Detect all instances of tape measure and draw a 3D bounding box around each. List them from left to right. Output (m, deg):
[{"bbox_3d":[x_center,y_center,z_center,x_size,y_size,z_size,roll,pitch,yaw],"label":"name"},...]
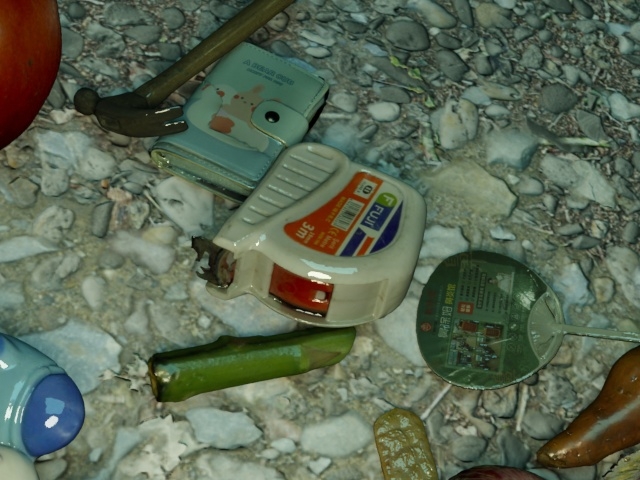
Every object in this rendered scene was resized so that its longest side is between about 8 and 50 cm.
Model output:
[{"bbox_3d":[0.000,0.000,1.634,0.265,0.130,0.258,24,42,10],"label":"tape measure"}]

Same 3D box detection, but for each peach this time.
[{"bbox_3d":[-0.470,-0.251,1.590,0.281,0.281,0.338,22,61,-1],"label":"peach"}]

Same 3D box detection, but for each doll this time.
[{"bbox_3d":[-0.392,0.213,1.341,0.376,0.187,0.365,0,55,-17],"label":"doll"}]

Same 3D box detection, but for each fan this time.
[{"bbox_3d":[0.257,0.128,1.670,0.294,0.012,0.223,32,60,25],"label":"fan"}]

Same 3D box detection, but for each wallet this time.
[{"bbox_3d":[-0.108,-0.170,1.774,0.176,0.075,0.250,25,52,8],"label":"wallet"}]

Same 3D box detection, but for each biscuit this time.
[{"bbox_3d":[0.109,0.277,1.557,0.071,0.018,0.147,-3,56,-18],"label":"biscuit"}]

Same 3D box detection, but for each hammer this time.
[{"bbox_3d":[-0.150,-0.289,1.802,0.168,0.044,0.440,24,53,32],"label":"hammer"}]

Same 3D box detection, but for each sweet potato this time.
[{"bbox_3d":[0.433,0.198,1.656,0.359,0.112,0.112,-35,71,-33],"label":"sweet potato"}]

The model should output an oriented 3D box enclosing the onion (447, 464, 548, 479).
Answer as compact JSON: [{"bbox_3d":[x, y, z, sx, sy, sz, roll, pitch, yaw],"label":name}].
[{"bbox_3d":[0.220,0.368,1.421,0.247,0.190,0.246,16,33,-11],"label":"onion"}]

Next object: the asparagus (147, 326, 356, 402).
[{"bbox_3d":[-0.083,0.151,1.564,0.278,0.060,0.067,-7,55,-23],"label":"asparagus"}]

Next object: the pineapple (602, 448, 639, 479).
[{"bbox_3d":[0.445,0.339,1.547,0.176,0.161,0.136,-30,101,-6],"label":"pineapple"}]
